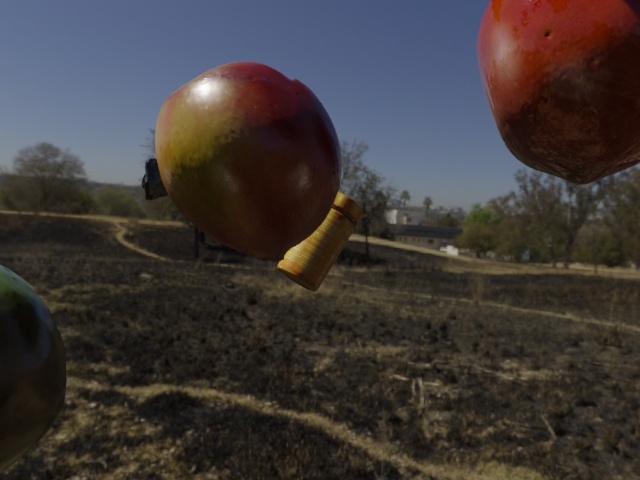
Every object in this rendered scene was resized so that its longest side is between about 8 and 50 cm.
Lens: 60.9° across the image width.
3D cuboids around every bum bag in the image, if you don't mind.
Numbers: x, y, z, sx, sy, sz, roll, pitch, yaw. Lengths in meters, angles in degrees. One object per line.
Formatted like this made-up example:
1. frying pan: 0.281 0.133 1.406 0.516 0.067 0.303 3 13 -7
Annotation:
1. bum bag: -0.337 -0.137 1.181 0.049 0.087 0.197 -1 10 11

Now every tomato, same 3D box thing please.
1. tomato: 0.375 -0.238 0.776 0.321 0.322 0.321 4 1 0

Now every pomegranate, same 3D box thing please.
1. pomegranate: -0.306 0.112 0.394 0.224 0.182 0.181 -37 25 -30

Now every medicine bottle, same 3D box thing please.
1. medicine bottle: 0.000 0.000 1.097 0.096 0.192 0.096 31 -12 7

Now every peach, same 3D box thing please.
1. peach: -0.066 -0.076 0.549 0.197 0.198 0.197 4 1 0
